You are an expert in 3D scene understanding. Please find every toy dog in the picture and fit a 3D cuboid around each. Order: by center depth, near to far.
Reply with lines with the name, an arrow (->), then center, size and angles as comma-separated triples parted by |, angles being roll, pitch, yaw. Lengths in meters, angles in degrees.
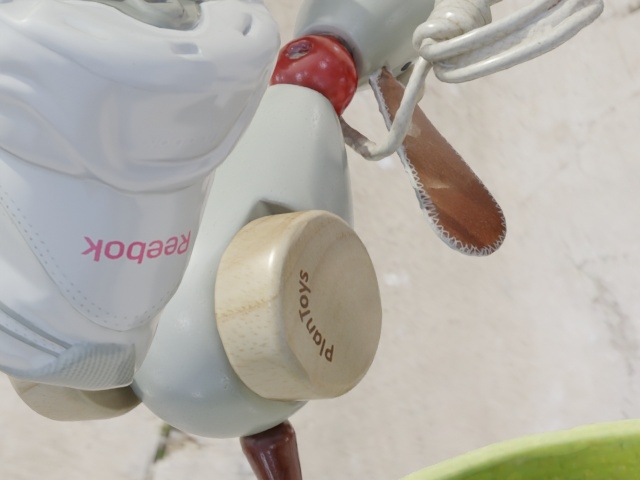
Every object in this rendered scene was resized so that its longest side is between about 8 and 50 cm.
toy dog -> 0.000, 0.000, 0.900 | 0.220, 0.161, 0.333 | 13, 48, 46

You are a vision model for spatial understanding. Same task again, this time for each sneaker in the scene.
sneaker -> -0.106, -0.040, 0.439 | 0.232, 0.090, 0.115 | 39, 121, 46

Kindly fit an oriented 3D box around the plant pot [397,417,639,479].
plant pot -> 0.121, 0.235, 0.614 | 0.276, 0.276, 0.254 | -1, 113, 19
